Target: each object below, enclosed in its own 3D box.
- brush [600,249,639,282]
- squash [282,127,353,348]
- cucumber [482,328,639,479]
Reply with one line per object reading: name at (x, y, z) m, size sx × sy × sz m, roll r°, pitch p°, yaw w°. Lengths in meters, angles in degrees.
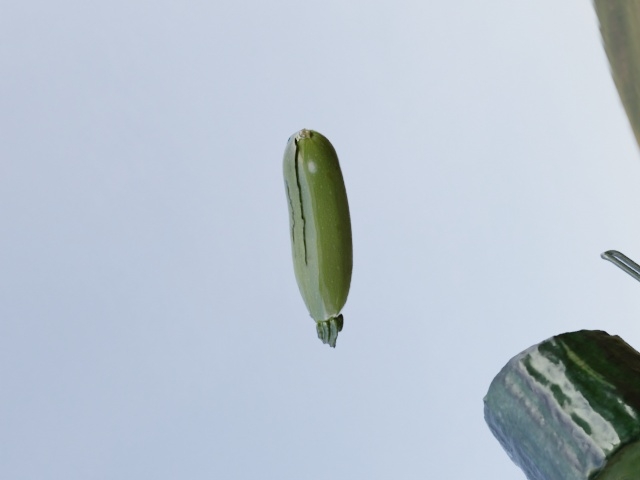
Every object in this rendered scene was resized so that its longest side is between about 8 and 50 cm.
brush at (0.392, 0.082, 0.866) m, size 0.266 × 0.027 × 0.062 m, roll 38°, pitch -144°, yaw 23°
squash at (0.000, 0.000, 1.205) m, size 0.094 × 0.094 × 0.341 m, roll -55°, pitch -36°, yaw -52°
cucumber at (0.172, 0.112, 0.572) m, size 0.062 × 0.116 × 0.115 m, roll 47°, pitch -177°, yaw -33°
